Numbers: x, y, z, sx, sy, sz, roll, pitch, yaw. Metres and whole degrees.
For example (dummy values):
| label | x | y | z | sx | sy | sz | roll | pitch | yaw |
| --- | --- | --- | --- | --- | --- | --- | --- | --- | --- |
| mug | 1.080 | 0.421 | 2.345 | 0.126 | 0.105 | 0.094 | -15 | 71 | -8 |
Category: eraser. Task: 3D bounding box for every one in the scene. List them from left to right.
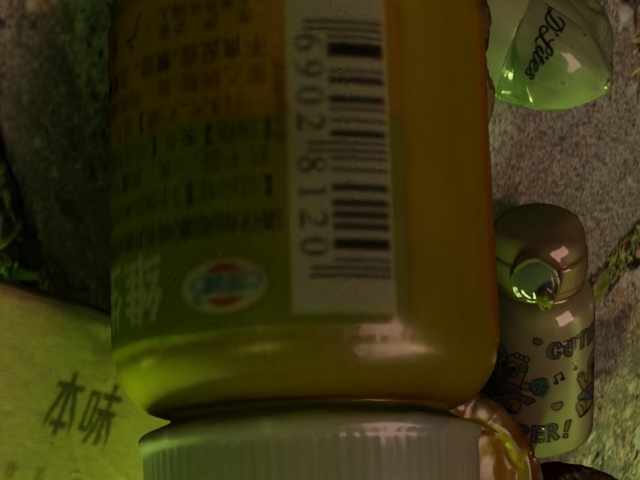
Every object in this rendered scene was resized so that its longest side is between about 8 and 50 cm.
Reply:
| label | x | y | z | sx | sy | sz | roll | pitch | yaw |
| --- | --- | --- | --- | --- | --- | --- | --- | --- | --- |
| eraser | -0.187 | 0.095 | 1.093 | 0.343 | 0.078 | 0.144 | 22 | 87 | -55 |

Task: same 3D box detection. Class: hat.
| label | x | y | z | sx | sy | sz | roll | pitch | yaw |
| --- | --- | --- | --- | --- | --- | --- | --- | --- | --- |
| hat | 0.176 | -0.162 | 1.458 | 0.166 | 0.081 | 0.122 | 31 | 78 | -44 |

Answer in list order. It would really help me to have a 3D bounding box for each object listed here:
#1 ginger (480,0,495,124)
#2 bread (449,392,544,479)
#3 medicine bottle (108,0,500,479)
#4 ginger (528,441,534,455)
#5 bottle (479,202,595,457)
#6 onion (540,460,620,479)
| label | x | y | z | sx | sy | sz | roll | pitch | yaw |
| --- | --- | --- | --- | --- | --- | --- | --- | --- | --- |
| ginger | 0.075 | -0.153 | 1.322 | 0.213 | 0.074 | 0.137 | 30 | 74 | -47 |
| bread | 0.026 | 0.202 | 1.272 | 0.253 | 0.142 | 0.227 | -9 | 98 | -35 |
| medicine bottle | -0.008 | 0.033 | 1.070 | 0.224 | 0.224 | 0.384 | 13 | 70 | -54 |
| ginger | 0.128 | 0.177 | 1.530 | 0.073 | 0.103 | 0.162 | -51 | 143 | -29 |
| bottle | 0.179 | 0.074 | 1.544 | 0.110 | 0.097 | 0.209 | -76 | 165 | -60 |
| onion | 0.188 | 0.290 | 1.650 | 0.195 | 0.140 | 0.218 | -40 | 173 | -34 |
